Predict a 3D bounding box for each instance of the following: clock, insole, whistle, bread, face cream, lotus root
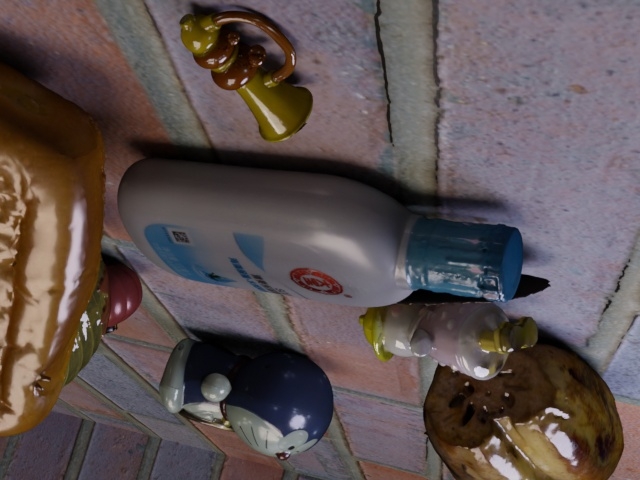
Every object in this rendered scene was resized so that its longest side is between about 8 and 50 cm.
[{"bbox_3d":[-0.100,0.219,1.635,0.243,0.146,0.199,12,168,24],"label":"clock"},{"bbox_3d":[0.065,0.041,1.077,0.328,0.007,0.111,1,-167,45],"label":"insole"},{"bbox_3d":[-0.045,-0.109,0.748,0.057,0.046,0.109,19,163,41],"label":"whistle"},{"bbox_3d":[-0.336,-0.011,0.933,0.328,0.148,0.337,12,120,-3],"label":"bread"},{"bbox_3d":[0.000,0.000,0.972,0.337,0.080,0.163,8,155,24],"label":"face cream"},{"bbox_3d":[0.230,0.211,1.278,0.193,0.193,0.291,2,159,36],"label":"lotus root"}]

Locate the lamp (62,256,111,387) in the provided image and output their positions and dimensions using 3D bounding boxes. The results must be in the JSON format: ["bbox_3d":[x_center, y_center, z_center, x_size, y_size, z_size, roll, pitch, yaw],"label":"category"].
[{"bbox_3d":[-0.346,0.065,1.139,0.250,0.284,0.250,21,134,24],"label":"lamp"}]

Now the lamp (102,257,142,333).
[{"bbox_3d":[-0.266,0.065,1.379,0.107,0.092,0.107,-10,-168,2],"label":"lamp"}]

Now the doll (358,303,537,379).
[{"bbox_3d":[0.119,0.091,1.158,0.207,0.081,0.129,4,-168,43],"label":"doll"}]
